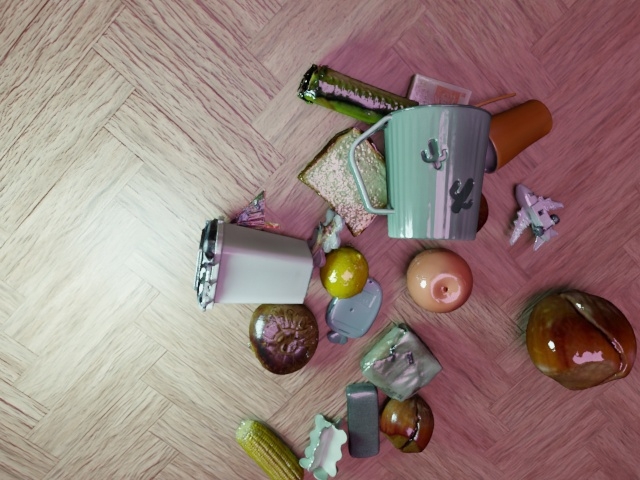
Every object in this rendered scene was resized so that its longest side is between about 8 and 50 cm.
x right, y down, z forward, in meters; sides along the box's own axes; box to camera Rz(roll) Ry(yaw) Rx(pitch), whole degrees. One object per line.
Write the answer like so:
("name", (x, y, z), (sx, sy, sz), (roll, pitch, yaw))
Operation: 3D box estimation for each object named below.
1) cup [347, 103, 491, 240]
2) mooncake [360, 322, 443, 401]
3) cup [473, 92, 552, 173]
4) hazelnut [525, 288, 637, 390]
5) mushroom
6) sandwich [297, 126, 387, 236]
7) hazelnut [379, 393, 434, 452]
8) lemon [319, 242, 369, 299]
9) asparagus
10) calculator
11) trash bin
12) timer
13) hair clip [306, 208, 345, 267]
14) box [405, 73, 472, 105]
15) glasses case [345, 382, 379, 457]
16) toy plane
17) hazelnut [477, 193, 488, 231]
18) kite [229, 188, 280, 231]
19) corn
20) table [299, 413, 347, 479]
("cup", (0.304, -0.202, 1.276), (0.401, 0.310, 0.392), (3, 92, 27))
("mooncake", (0.307, 0.474, 1.593), (0.250, 0.136, 0.254), (-43, 100, 5))
("cup", (0.607, -0.371, 1.375), (0.264, 0.182, 0.226), (-29, 97, -4))
("hazelnut", (0.949, 0.366, 1.538), (0.372, 0.315, 0.372), (0, 75, -1))
("mushroom", (-0.140, 0.354, 1.508), (0.278, 0.163, 0.297), (-26, 108, 2))
("sandwich", (0.111, -0.208, 1.407), (0.271, 0.099, 0.301), (-45, 103, 0))
("hazelnut", (0.350, 0.722, 1.646), (0.212, 0.181, 0.181), (28, 115, -2))
("lemon", (0.082, 0.116, 1.456), (0.173, 0.173, 0.206), (14, 109, -8))
("asparagus", (0.119, -0.451, 1.324), (0.382, 0.108, 0.128), (18, 107, -6))
("calculator", (0.124, 0.272, 1.569), (0.185, 0.041, 0.299), (26, 100, -11))
("trash bin", (-0.220, 0.093, 1.367), (0.367, 0.296, 0.256), (9, 112, -15))
("timer", (0.420, 0.141, 1.473), (0.229, 0.215, 0.230), (0, 102, 1))
("hair clip", (0.007, 0.000, 1.395), (0.075, 0.146, 0.257), (-3, 148, -22))
("box", (0.383, -0.458, 1.380), (0.201, 0.058, 0.141), (15, 104, -10))
("glasses case", (0.174, 0.735, 1.686), (0.131, 0.074, 0.323), (-5, 106, -5))
("toy plane", (0.778, -0.094, 1.493), (0.251, 0.101, 0.255), (-34, 106, -8))
("hazelnut", (0.482, -0.087, 1.435), (0.204, 0.178, 0.178), (-18, 106, 6))
("kite", (-0.231, -0.067, 1.460), (0.183, 0.014, 0.241), (6, 104, -7))
("corn", (-0.201, 0.856, 1.658), (0.131, 0.131, 0.344), (-35, 104, 5))
("table", (0.021, 0.821, 1.662), (0.166, 0.166, 0.198), (15, 96, -9))
